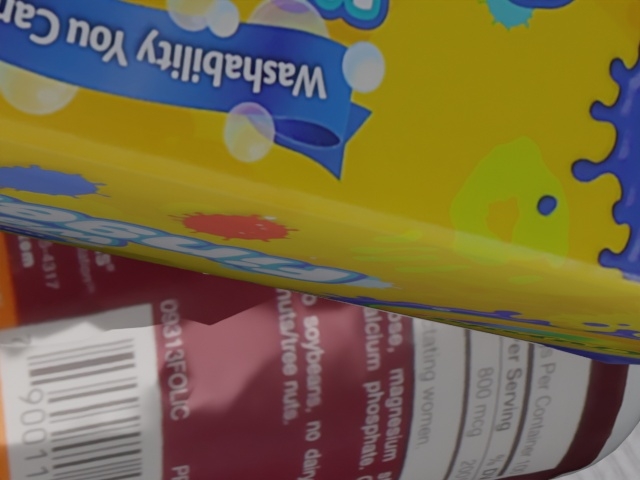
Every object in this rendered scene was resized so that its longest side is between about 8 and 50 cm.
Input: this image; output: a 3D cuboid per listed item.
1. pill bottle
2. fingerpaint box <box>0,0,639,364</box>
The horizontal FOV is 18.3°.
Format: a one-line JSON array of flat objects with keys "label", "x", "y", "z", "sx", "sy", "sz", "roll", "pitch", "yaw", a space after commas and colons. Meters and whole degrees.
[{"label": "pill bottle", "x": 0.000, "y": 0.000, "z": 0.794, "sx": 0.392, "sy": 0.224, "sz": 0.224, "roll": -9, "pitch": 130, "yaw": -19}, {"label": "fingerpaint box", "x": -0.010, "y": -0.178, "z": 0.548, "sx": 0.445, "sy": 0.163, "sz": 0.371, "roll": 14, "pitch": 80, "yaw": -33}]
